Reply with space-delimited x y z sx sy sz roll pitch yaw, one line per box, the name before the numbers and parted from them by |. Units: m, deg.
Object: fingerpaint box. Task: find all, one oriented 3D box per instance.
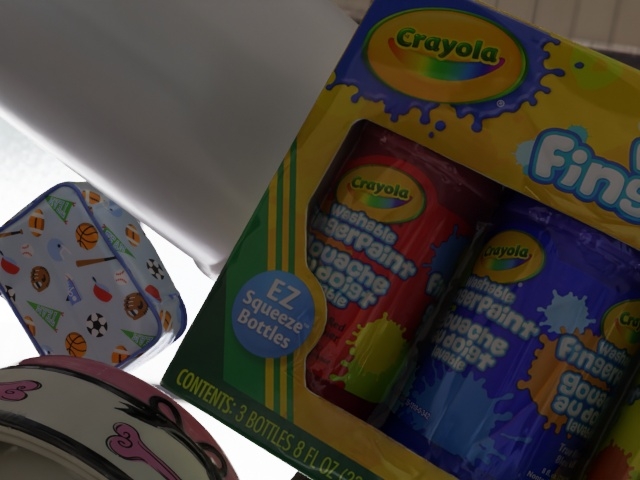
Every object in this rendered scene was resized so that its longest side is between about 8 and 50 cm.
fingerpaint box | 0.167 0.059 0.750 0.445 0.371 0.163 29 177 16

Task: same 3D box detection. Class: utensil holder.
utensil holder | -0.156 -0.186 1.037 0.385 0.327 0.327 37 -177 -24

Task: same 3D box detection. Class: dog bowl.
dog bowl | -0.250 0.294 1.009 0.408 0.408 0.150 12 -147 16

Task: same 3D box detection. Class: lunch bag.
lunch bag | -0.360 0.067 1.492 0.243 0.303 0.115 -34 174 22

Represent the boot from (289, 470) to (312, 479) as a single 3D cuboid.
boot | 0.087 0.285 1.071 0.208 0.190 0.076 49 -174 -20
